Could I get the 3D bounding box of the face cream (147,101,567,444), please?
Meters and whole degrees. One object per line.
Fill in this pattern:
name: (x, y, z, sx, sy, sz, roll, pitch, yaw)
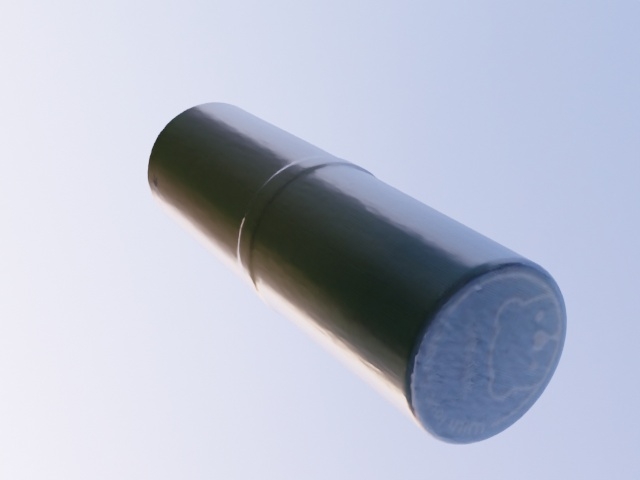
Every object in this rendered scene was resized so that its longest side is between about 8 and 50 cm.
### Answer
face cream: (0.000, 0.000, 0.457, 0.250, 0.077, 0.077, 35, -73, 53)
